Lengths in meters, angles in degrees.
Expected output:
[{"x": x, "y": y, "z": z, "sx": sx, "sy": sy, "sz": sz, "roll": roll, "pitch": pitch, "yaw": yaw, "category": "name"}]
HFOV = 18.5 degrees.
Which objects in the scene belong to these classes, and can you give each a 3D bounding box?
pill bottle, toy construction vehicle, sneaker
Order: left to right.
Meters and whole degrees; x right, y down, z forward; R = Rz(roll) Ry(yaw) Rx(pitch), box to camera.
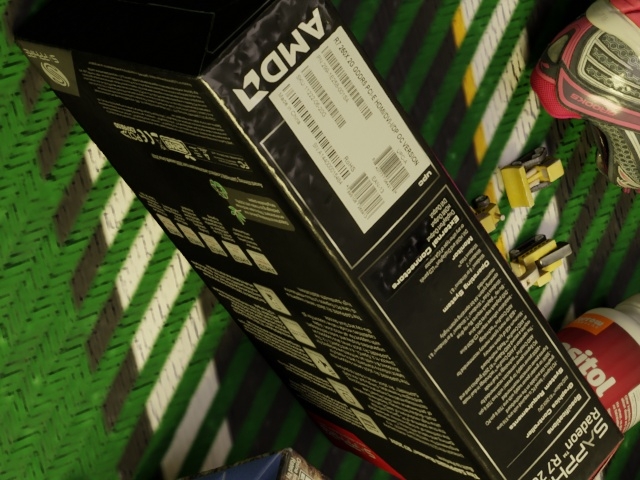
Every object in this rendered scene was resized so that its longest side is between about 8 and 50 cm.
[{"x": 0.140, "y": -0.008, "z": 1.371, "sx": 0.098, "sy": 0.035, "sz": 0.086, "roll": -29, "pitch": 113, "yaw": -29, "category": "toy construction vehicle"}, {"x": 0.190, "y": 0.102, "z": 1.394, "sx": 0.152, "sy": 0.086, "sz": 0.086, "roll": -34, "pitch": 116, "yaw": -28, "category": "pill bottle"}, {"x": 0.259, "y": -0.064, "z": 1.414, "sx": 0.112, "sy": 0.121, "sz": 0.299, "roll": -38, "pitch": 123, "yaw": 8, "category": "sneaker"}]

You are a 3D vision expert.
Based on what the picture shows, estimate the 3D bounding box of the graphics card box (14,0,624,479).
[{"x": 0.000, "y": 0.000, "z": 1.150, "sx": 0.094, "sy": 0.233, "sz": 0.371, "roll": -47, "pitch": 120, "yaw": -16, "category": "graphics card box"}]

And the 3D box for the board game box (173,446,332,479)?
[{"x": -0.001, "y": 0.307, "z": 1.200, "sx": 0.291, "sy": 0.141, "sz": 0.232, "roll": 41, "pitch": 45, "yaw": -33, "category": "board game box"}]
